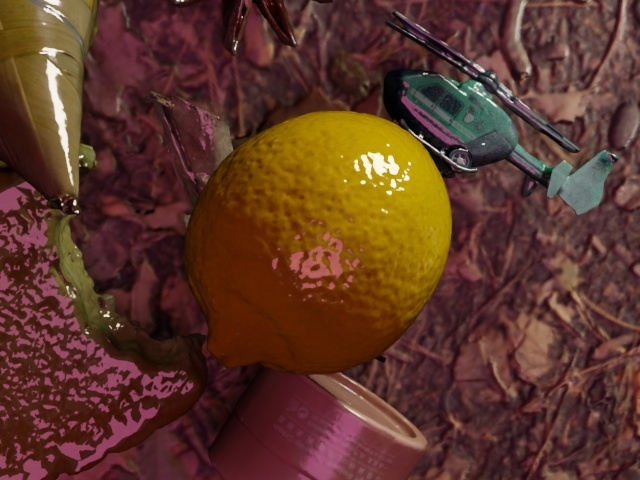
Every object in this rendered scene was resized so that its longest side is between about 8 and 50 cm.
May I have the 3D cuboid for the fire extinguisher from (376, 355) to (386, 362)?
[{"bbox_3d":[0.011,0.068,1.065,0.100,0.032,0.046,26,62,-14],"label":"fire extinguisher"}]

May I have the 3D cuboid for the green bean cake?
[{"bbox_3d":[-0.226,0.059,0.968,0.233,0.124,0.236,-26,104,-3],"label":"green bean cake"}]

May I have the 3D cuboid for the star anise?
[{"bbox_3d":[-0.054,-0.210,0.986,0.141,0.042,0.141,-2,99,-12],"label":"star anise"}]

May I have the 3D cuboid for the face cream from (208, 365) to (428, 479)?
[{"bbox_3d":[-0.002,0.166,1.015,0.149,0.149,0.104,32,93,-14],"label":"face cream"}]

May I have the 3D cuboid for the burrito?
[{"bbox_3d":[-0.089,-0.056,1.010,0.055,0.041,0.149,-20,108,-4],"label":"burrito"}]

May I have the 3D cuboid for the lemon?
[{"bbox_3d":[0.000,0.000,0.941,0.244,0.187,0.187,-45,107,-26],"label":"lemon"}]

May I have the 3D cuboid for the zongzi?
[{"bbox_3d":[-0.272,-0.110,0.877,0.228,0.256,0.115,-1,144,-7],"label":"zongzi"}]

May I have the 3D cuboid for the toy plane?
[{"bbox_3d":[0.134,-0.089,1.040,0.235,0.060,0.096,34,81,-10],"label":"toy plane"}]
